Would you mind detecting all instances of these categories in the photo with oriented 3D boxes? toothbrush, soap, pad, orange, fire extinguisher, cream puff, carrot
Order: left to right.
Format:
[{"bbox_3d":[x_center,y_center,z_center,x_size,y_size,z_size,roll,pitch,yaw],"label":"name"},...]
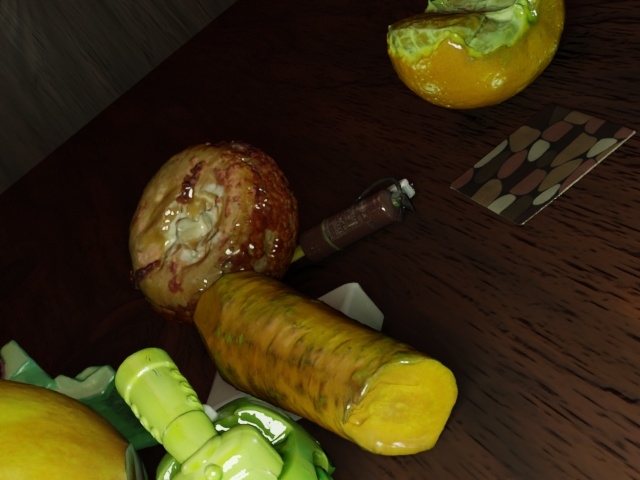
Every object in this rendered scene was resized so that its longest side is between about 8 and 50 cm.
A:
[{"bbox_3d":[-0.129,-0.005,1.856,0.240,0.164,0.240,-8,75,33],"label":"cream puff"},{"bbox_3d":[-0.027,0.129,1.537,0.183,0.064,0.121,-30,22,27],"label":"soap"},{"bbox_3d":[-0.010,0.109,1.368,0.114,0.114,0.302,-44,35,-18],"label":"carrot"},{"bbox_3d":[0.000,0.000,1.867,0.288,0.024,0.021,-31,17,28],"label":"toothbrush"},{"bbox_3d":[0.048,-0.030,1.795,0.157,0.045,0.078,-29,45,30],"label":"fire extinguisher"},{"bbox_3d":[0.204,-0.251,1.854,0.237,0.158,0.179,-44,25,-26],"label":"orange"},{"bbox_3d":[0.237,-0.088,1.648,0.158,0.003,0.235,-39,18,-2],"label":"pad"}]

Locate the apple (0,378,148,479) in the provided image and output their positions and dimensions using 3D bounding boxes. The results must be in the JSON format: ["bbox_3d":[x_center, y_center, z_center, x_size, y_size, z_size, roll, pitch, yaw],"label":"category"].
[{"bbox_3d":[-0.306,0.295,1.326,0.374,0.374,0.384,-45,-20,-19],"label":"apple"}]

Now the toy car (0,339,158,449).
[{"bbox_3d":[-0.365,0.260,1.668,0.358,0.213,0.176,-45,54,-10],"label":"toy car"}]

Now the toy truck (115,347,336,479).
[{"bbox_3d":[-0.078,0.198,1.275,0.148,0.210,0.187,-39,36,-1],"label":"toy truck"}]
